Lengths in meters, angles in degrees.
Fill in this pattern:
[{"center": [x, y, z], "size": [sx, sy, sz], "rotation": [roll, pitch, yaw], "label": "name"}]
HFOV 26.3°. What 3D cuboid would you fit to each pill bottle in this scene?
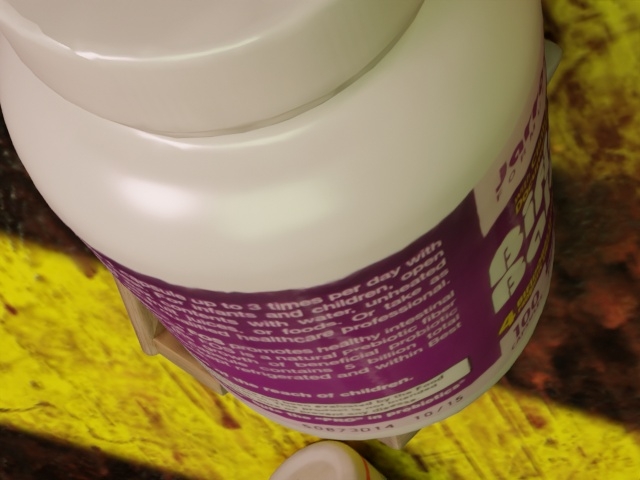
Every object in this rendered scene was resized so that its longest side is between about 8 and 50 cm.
[{"center": [-0.007, -0.044, 0.466], "size": [0.169, 0.169, 0.301], "rotation": [-1, 159, 11], "label": "pill bottle"}, {"center": [0.037, 0.206, 0.891], "size": [0.087, 0.087, 0.160], "rotation": [-25, 126, 30], "label": "pill bottle"}]

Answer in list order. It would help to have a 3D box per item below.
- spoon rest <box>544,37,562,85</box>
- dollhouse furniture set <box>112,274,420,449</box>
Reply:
[{"center": [0.084, -0.150, 0.513], "size": [0.084, 0.137, 0.276], "rotation": [26, 149, 7], "label": "spoon rest"}, {"center": [0.000, 0.000, 0.652], "size": [0.151, 0.144, 0.123], "rotation": [28, 147, 36], "label": "dollhouse furniture set"}]
